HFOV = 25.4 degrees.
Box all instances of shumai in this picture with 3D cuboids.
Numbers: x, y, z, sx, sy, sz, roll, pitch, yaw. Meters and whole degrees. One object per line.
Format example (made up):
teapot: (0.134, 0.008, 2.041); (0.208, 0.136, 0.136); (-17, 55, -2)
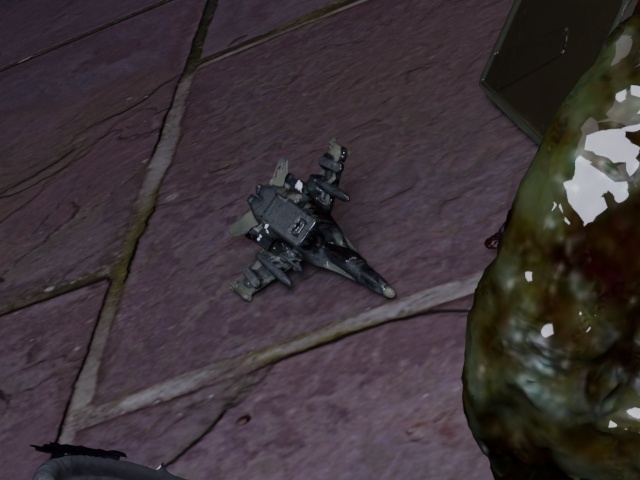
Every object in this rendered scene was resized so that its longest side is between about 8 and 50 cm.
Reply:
shumai: (0.296, 0.073, 0.751); (0.395, 0.395, 0.348); (-36, 52, -20)

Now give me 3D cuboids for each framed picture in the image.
framed picture: (0.243, -0.208, 1.494); (0.023, 0.189, 0.260); (15, 18, -18)

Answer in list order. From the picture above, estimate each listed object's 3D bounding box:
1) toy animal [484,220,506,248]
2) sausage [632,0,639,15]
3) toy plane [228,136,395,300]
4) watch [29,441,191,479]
toy animal: (0.232, -0.052, 1.325); (0.202, 0.070, 0.105); (-40, 17, -17)
sausage: (0.378, -0.301, 1.532); (0.141, 0.153, 0.268); (-38, 13, 40)
toy plane: (-0.008, -0.005, 1.415); (0.192, 0.088, 0.262); (-56, 31, 1)
watch: (-0.012, 0.225, 0.624); (0.314, 0.327, 0.335); (-64, 23, -2)
